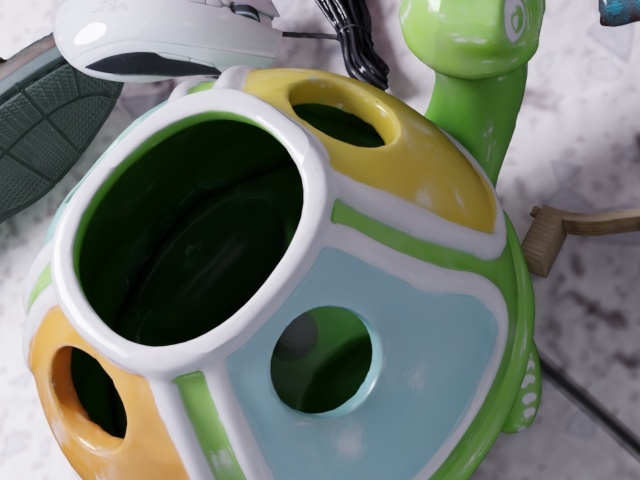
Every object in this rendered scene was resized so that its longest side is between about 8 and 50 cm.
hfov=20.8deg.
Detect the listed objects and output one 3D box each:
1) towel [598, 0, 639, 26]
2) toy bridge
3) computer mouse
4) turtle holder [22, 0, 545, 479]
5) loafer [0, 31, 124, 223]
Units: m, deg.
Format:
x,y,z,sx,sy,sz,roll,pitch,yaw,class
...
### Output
x,y,z,sx,sy,sz,roll,pitch,yaw,class
0.323,-0.223,0.924,0.370,0.040,0.271,-10,34,13,towel
0.198,0.015,0.934,0.188,0.026,0.063,22,73,23,toy bridge
-0.058,-0.128,1.018,0.193,0.042,0.106,-3,63,-16,computer mouse
0.001,0.018,0.870,0.320,0.227,0.243,-26,63,6,turtle holder
-0.235,-0.039,1.045,0.267,0.096,0.084,-47,57,-5,loafer
